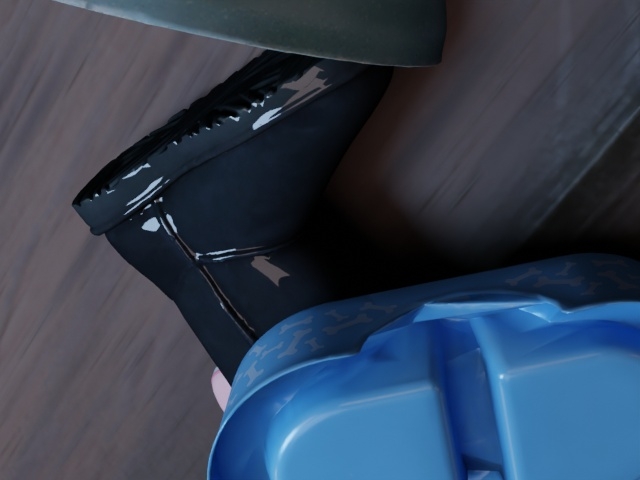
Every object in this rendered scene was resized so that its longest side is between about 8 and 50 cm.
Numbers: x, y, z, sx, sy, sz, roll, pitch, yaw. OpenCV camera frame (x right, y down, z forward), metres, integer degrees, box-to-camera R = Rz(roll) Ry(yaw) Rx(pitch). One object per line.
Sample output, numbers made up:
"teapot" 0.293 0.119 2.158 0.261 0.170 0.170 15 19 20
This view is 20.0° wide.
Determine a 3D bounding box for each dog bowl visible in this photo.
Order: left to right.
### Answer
"dog bowl" 0.084 0.095 1.003 0.297 0.074 0.166 -11 123 2

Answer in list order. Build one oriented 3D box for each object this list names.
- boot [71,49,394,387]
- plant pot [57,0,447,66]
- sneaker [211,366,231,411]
"boot" 0.000 0.000 1.038 0.246 0.094 0.207 -30 108 37
"plant pot" -0.063 -0.211 0.819 0.293 0.293 0.196 17 103 15
"sneaker" -0.028 0.140 1.169 0.134 0.070 0.051 48 132 -10
